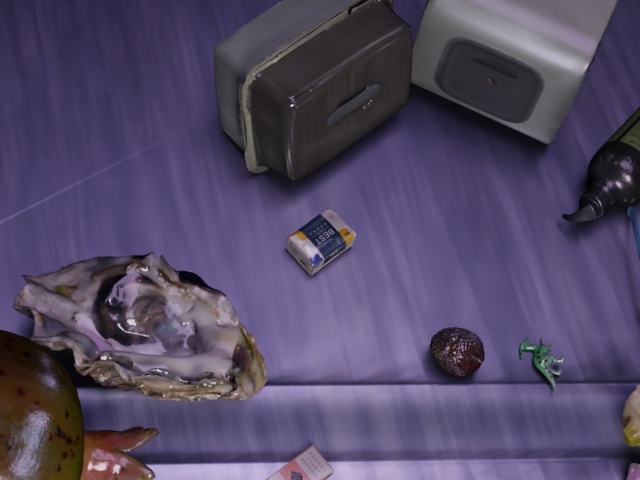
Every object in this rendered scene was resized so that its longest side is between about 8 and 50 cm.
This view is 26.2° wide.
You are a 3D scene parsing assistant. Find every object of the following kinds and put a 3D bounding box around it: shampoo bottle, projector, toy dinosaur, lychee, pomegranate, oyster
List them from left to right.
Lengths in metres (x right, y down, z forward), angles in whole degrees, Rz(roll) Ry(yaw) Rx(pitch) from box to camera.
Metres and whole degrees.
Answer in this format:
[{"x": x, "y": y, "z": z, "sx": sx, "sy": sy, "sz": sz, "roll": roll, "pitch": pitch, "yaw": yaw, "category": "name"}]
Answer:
[{"x": -0.384, "y": 0.253, "z": 1.667, "sx": 0.323, "sy": 0.291, "sz": 0.290, "roll": 19, "pitch": 51, "yaw": -46, "category": "pomegranate"}, {"x": -0.231, "y": 0.124, "z": 1.805, "sx": 0.351, "sy": 0.114, "sz": 0.238, "roll": 20, "pitch": 37, "yaw": -9, "category": "oyster"}, {"x": 0.188, "y": 0.152, "z": 1.880, "sx": 0.083, "sy": 0.067, "sz": 0.068, "roll": 31, "pitch": 31, "yaw": 34, "category": "lychee"}, {"x": 0.292, "y": -0.325, "z": 2.044, "sx": 0.249, "sy": 0.248, "sz": 0.248, "roll": 25, "pitch": 62, "yaw": 5, "category": "projector"}, {"x": 0.305, "y": 0.170, "z": 1.915, "sx": 0.062, "sy": 0.021, "sz": 0.083, "roll": 13, "pitch": 57, "yaw": 7, "category": "toy dinosaur"}, {"x": 0.468, "y": -0.121, "z": 2.045, "sx": 0.101, "sy": 0.101, "sz": 0.284, "roll": 40, "pitch": 64, "yaw": 13, "category": "shampoo bottle"}]

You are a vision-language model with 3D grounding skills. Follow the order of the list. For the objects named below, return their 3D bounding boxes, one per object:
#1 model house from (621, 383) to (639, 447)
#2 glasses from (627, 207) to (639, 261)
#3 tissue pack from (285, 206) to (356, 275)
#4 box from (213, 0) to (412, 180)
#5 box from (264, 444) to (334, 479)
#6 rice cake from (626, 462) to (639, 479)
[{"x": 0.533, "y": 0.248, "z": 1.832, "sx": 0.234, "sy": 0.175, "sz": 0.193, "roll": -32, "pitch": 64, "yaw": -9, "category": "model house"}, {"x": 0.543, "y": 0.042, "z": 2.008, "sx": 0.190, "sy": 0.088, "sz": 0.220, "roll": -7, "pitch": 44, "yaw": -11, "category": "glasses"}, {"x": 0.000, "y": 0.000, "z": 1.948, "sx": 0.083, "sy": 0.042, "sz": 0.062, "roll": -35, "pitch": 70, "yaw": -23, "category": "tissue pack"}, {"x": -0.008, "y": -0.234, "z": 1.975, "sx": 0.290, "sy": 0.220, "sz": 0.166, "roll": -36, "pitch": 59, "yaw": -23, "category": "box"}, {"x": -0.028, "y": 0.308, "z": 1.798, "sx": 0.083, "sy": 0.012, "sz": 0.046, "roll": -34, "pitch": 72, "yaw": -22, "category": "box"}, {"x": 0.496, "y": 0.363, "z": 1.830, "sx": 0.207, "sy": 0.036, "sz": 0.047, "roll": 32, "pitch": 50, "yaw": 10, "category": "rice cake"}]
